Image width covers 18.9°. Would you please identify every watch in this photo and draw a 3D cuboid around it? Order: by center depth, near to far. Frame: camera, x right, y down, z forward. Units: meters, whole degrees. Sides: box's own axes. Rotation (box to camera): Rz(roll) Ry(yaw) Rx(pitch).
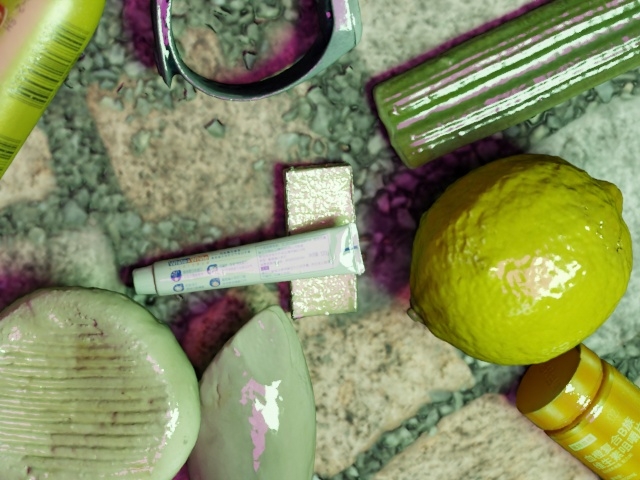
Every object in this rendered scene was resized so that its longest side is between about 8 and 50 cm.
[{"bbox_3d":[-0.066,-0.232,1.745,0.193,0.068,0.206,-13,110,-7],"label":"watch"}]

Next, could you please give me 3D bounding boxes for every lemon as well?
[{"bbox_3d":[0.186,0.019,1.794,0.231,0.192,0.192,-31,109,1],"label":"lemon"}]

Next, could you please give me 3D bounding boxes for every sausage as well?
[{"bbox_3d":[-0.304,-0.135,1.701,0.123,0.123,0.347,32,98,-17],"label":"sausage"}]

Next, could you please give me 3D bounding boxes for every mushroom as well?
[{"bbox_3d":[-0.060,0.227,1.850,0.128,0.128,0.350,-8,110,-7],"label":"mushroom"}]

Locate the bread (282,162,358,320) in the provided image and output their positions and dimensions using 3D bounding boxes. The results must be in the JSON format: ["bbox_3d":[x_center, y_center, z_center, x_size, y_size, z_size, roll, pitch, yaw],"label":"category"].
[{"bbox_3d":[0.000,0.000,1.842,0.068,0.028,0.154,-6,106,-8],"label":"bread"}]

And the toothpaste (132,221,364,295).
[{"bbox_3d":[-0.069,0.024,1.818,0.218,0.033,0.052,-9,103,4],"label":"toothpaste"}]

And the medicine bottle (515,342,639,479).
[{"bbox_3d":[0.294,0.188,1.912,0.192,0.096,0.096,39,96,-18],"label":"medicine bottle"}]

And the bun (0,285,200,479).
[{"bbox_3d":[-0.218,0.146,1.792,0.231,0.133,0.231,0,89,9],"label":"bun"}]

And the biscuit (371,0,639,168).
[{"bbox_3d":[0.208,-0.168,1.825,0.322,0.038,0.099,-24,106,-2],"label":"biscuit"}]
